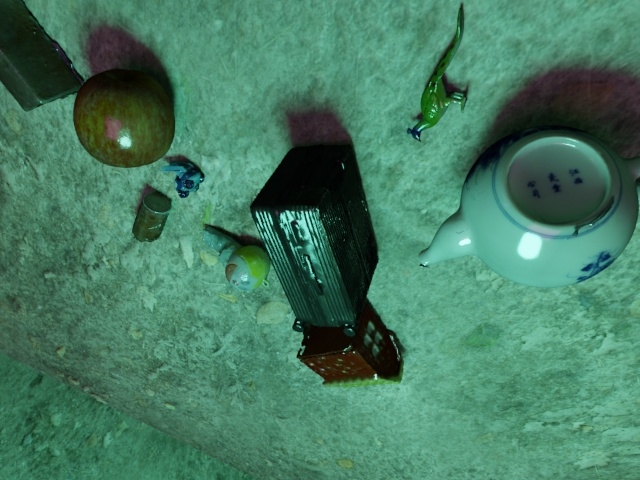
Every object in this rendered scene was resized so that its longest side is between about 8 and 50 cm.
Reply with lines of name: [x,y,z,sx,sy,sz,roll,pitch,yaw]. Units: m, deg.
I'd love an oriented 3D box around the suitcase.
suitcase: [0.000,0.000,0.953,0.152,0.230,0.335,0,130,24]

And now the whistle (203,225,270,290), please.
whistle: [-0.218,0.049,1.188,0.223,0.123,0.123,37,136,9]

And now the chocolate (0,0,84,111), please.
chocolate: [-0.638,-0.412,0.949,0.111,0.112,0.321,-8,126,33]

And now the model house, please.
model house: [0.090,0.305,1.246,0.195,0.160,0.254,-20,121,35]

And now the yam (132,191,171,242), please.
yam: [-0.434,-0.058,1.209,0.079,0.079,0.141,33,134,-7]

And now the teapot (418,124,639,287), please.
teapot: [0.359,-0.044,0.766,0.423,0.253,0.280,-19,159,10]

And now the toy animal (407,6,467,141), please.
toy animal: [0.213,-0.254,0.764,0.074,0.041,0.217,23,131,5]

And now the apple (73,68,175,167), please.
apple: [-0.386,-0.244,0.935,0.188,0.188,0.174,19,127,7]

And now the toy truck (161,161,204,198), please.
toy truck: [-0.322,-0.150,1.092,0.090,0.056,0.073,45,129,0]
